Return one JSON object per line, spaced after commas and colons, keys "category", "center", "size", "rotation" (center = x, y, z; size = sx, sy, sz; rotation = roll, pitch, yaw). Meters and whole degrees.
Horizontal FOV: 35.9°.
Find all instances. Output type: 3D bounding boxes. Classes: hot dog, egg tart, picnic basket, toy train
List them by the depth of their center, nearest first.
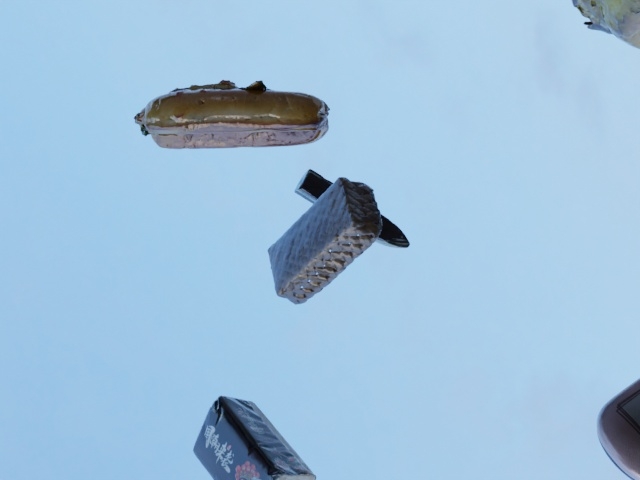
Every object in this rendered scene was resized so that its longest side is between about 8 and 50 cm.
{"category": "hot dog", "center": [-0.114, -0.162, 1.259], "size": [0.104, 0.250, 0.076], "rotation": [74, -163, -75]}
{"category": "picnic basket", "center": [0.000, 0.000, 1.353], "size": [0.055, 0.193, 0.110], "rotation": [24, -143, -35]}
{"category": "egg tart", "center": [0.519, -0.361, 1.460], "size": [0.295, 0.295, 0.116], "rotation": [17, -116, -41]}
{"category": "toy train", "center": [0.066, -0.050, 1.959], "size": [0.252, 0.048, 0.055], "rotation": [33, -113, -9]}

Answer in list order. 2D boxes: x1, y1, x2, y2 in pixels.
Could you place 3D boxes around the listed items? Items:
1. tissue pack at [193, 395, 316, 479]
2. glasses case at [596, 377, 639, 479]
{"category": "tissue pack", "center": [-0.093, 0.300, 1.333], "size": [0.090, 0.103, 0.170], "rotation": [13, -160, -41]}
{"category": "glasses case", "center": [0.482, 0.190, 1.227], "size": [0.314, 0.075, 0.122], "rotation": [-29, -120, -17]}
